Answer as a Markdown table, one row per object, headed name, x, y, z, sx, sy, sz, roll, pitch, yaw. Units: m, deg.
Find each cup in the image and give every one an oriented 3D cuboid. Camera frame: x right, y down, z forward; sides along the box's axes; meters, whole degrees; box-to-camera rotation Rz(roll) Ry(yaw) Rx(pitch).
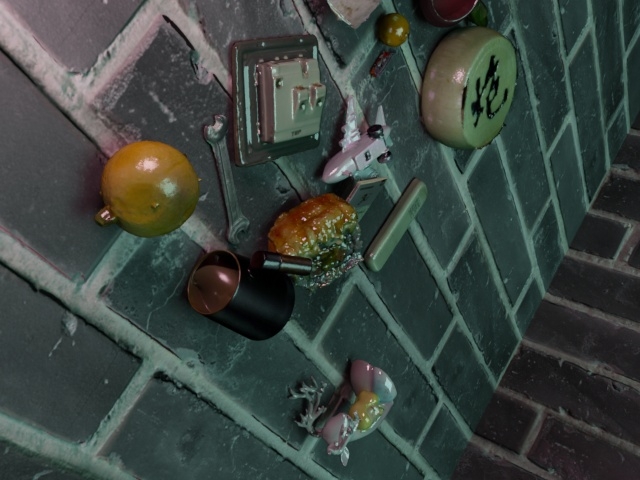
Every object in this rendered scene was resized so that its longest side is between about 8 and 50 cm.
| name | x | y | z | sx | sy | sz | roll | pitch | yaw |
| --- | --- | --- | --- | --- | --- | --- | --- | --- | --- |
| cup | -0.147 | 0.083 | 1.555 | 0.239 | 0.166 | 0.177 | -49 | 141 | 7 |

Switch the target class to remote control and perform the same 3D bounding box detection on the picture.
| name | x | y | z | sx | sy | sz | roll | pitch | yaw |
| --- | --- | --- | --- | --- | --- | --- | --- | --- | --- |
| remote control | 0.221 | -0.044 | 2.123 | 0.309 | 0.038 | 0.090 | -56 | 145 | -18 |

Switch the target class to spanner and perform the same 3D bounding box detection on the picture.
| name | x | y | z | sx | sy | sz | roll | pitch | yaw |
| --- | --- | --- | --- | --- | --- | --- | --- | --- | --- |
| spanner | -0.193 | -0.119 | 1.532 | 0.071 | 0.017 | 0.302 | -41 | 137 | -35 |

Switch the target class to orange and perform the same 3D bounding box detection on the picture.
| name | x | y | z | sx | sy | sz | roll | pitch | yaw |
| --- | --- | --- | --- | --- | --- | --- | --- | --- | --- |
| orange | 0.179 | -0.511 | 1.792 | 0.083 | 0.070 | 0.083 | -37 | 138 | -42 |

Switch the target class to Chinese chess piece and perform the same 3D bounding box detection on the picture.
| name | x | y | z | sx | sy | sz | roll | pitch | yaw |
| --- | --- | --- | --- | --- | --- | --- | --- | --- | --- |
| Chinese chess piece | 0.431 | -0.433 | 2.115 | 0.349 | 0.146 | 0.349 | -29 | 128 | -44 |

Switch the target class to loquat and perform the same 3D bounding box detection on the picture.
| name | x | y | z | sx | sy | sz | roll | pitch | yaw |
| --- | --- | --- | --- | --- | --- | --- | --- | --- | --- |
| loquat | -0.303 | -0.085 | 1.282 | 0.204 | 0.149 | 0.172 | -37 | 140 | -22 |

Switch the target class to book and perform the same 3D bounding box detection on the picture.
| name | x | y | z | sx | sy | sz | roll | pitch | yaw |
| --- | --- | --- | --- | --- | --- | --- | --- | --- | --- |
| book | 0.090 | -0.086 | 1.873 | 0.127 | 0.014 | 0.181 | -15 | 146 | -50 |

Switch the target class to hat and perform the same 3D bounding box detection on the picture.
| name | x | y | z | sx | sy | sz | roll | pitch | yaw |
| --- | --- | --- | --- | --- | --- | --- | --- | --- | --- |
| hat | 0.326 | -0.650 | 1.893 | 0.205 | 0.089 | 0.205 | -15 | 125 | -22 |

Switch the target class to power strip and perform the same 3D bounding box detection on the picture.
| name | x | y | z | sx | sy | sz | roll | pitch | yaw |
| --- | --- | --- | --- | --- | --- | --- | --- | --- | --- |
| power strip | -0.072 | -0.291 | 1.541 | 0.257 | 0.092 | 0.251 | -23 | 126 | -46 |

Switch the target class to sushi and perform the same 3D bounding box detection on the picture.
| name | x | y | z | sx | sy | sz | roll | pitch | yaw |
| --- | --- | --- | --- | --- | --- | --- | --- | --- | --- |
| sushi | 0.000 | 0.000 | 1.725 | 0.274 | 0.139 | 0.184 | -32 | 136 | -14 |

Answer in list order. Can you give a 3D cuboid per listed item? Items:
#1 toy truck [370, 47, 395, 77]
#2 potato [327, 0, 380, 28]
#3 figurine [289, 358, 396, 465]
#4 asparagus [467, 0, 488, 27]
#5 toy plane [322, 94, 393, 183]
| name | x | y | z | sx | sy | sz | roll | pitch | yaw |
| --- | --- | --- | --- | --- | --- | --- | --- | --- | --- |
| toy truck | 0.154 | -0.440 | 1.830 | 0.083 | 0.032 | 0.024 | -60 | 141 | -15 |
| potato | 0.073 | -0.627 | 1.574 | 0.189 | 0.211 | 0.264 | 31 | 40 | -20 |
| figurine | 0.062 | 0.464 | 2.059 | 0.315 | 0.206 | 0.284 | -47 | 146 | -39 |
| asparagus | 0.398 | -0.681 | 2.007 | 0.080 | 0.080 | 0.287 | -60 | 150 | -13 |
| toy plane | 0.098 | -0.217 | 1.807 | 0.255 | 0.101 | 0.251 | -45 | 129 | -31 |
